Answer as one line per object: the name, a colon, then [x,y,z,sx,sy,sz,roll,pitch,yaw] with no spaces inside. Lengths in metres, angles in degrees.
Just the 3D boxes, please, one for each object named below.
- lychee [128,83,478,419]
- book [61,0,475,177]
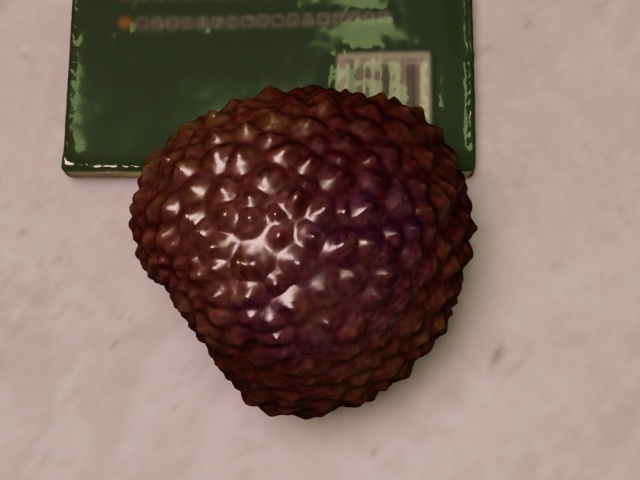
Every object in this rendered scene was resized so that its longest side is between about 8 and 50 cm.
lychee: [0.000,0.000,0.721,0.188,0.188,0.188,-1,75,5]
book: [-0.032,-0.218,0.857,0.260,0.043,0.371,0,77,3]
